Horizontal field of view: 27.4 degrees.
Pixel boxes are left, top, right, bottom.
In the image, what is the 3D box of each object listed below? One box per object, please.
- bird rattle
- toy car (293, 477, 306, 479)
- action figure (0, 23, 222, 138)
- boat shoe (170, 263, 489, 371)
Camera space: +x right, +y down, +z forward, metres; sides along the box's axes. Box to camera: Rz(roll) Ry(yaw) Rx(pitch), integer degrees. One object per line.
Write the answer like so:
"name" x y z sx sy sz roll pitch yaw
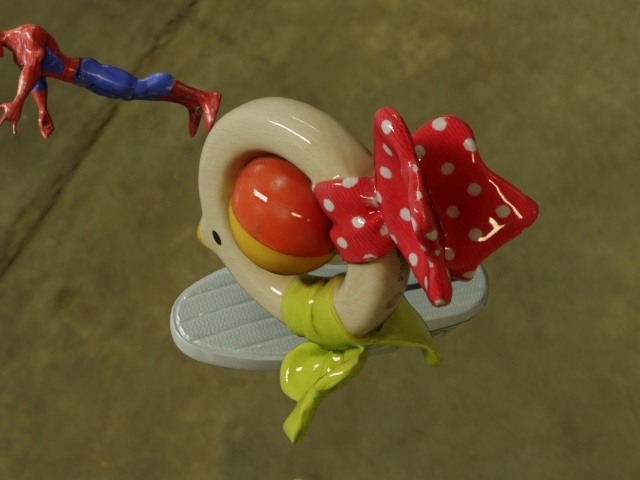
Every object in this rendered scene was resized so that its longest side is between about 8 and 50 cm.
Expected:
"bird rattle" 0.000 0.000 0.812 0.207 0.253 0.143 39 59 18
"toy car" 0.034 0.307 1.056 0.149 0.188 0.155 8 66 54
"action figure" -0.264 -0.151 1.467 0.091 0.280 0.139 -8 63 65
"boat shoe" 0.011 0.077 1.221 0.302 0.094 0.109 -6 58 -13
